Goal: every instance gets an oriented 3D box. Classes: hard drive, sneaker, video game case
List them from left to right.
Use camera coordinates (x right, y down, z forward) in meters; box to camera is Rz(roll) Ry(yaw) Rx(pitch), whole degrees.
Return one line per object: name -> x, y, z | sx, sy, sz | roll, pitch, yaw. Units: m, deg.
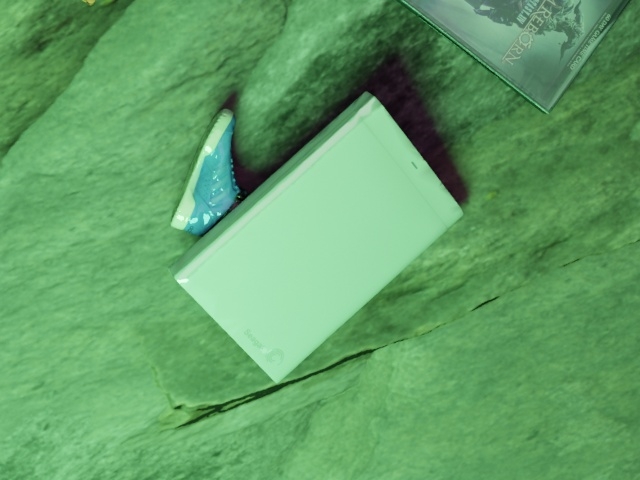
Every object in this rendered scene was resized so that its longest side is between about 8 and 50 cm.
sneaker -> -0.110, -0.073, 1.475 | 0.085, 0.058, 0.152 | 22, 90, -13
hard drive -> 0.000, 0.000, 1.480 | 0.307, 0.040, 0.203 | -42, 120, -3
video game case -> 0.225, -0.311, 1.515 | 0.274, 0.026, 0.196 | 36, 90, -10

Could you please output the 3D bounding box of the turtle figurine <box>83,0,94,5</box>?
turtle figurine -> -0.329, -0.366, 1.337 | 0.217, 0.269, 0.087 | 26, 75, 9
